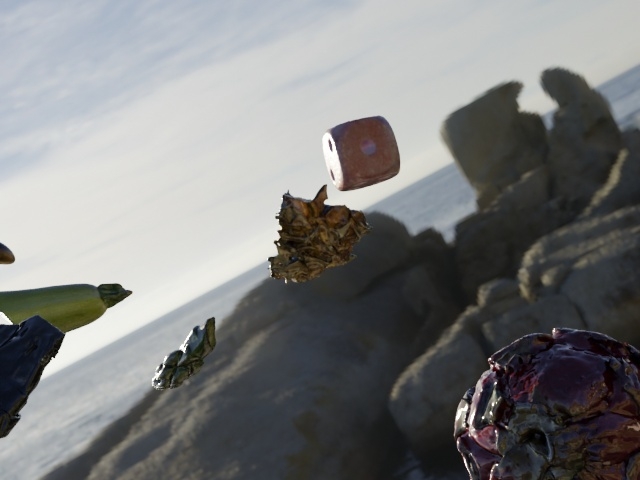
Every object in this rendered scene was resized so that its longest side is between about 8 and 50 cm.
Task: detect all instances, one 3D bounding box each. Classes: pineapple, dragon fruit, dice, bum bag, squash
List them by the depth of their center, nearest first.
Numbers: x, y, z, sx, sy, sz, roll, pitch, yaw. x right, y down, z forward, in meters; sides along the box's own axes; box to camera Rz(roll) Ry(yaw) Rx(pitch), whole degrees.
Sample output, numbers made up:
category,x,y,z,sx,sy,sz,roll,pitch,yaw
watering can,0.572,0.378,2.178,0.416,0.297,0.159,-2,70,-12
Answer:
category,x,y,z,sx,sy,sz,roll,pitch,yaw
bum bag,-0.291,0.151,0.876,0.087,0.049,0.197,14,64,27
dragon fruit,0.348,0.278,1.396,0.329,0.329,0.329,-28,1,0
dice,0.059,-0.127,1.488,0.093,0.094,0.091,-14,-5,-12
squash,-0.373,0.102,1.488,0.200,0.075,0.090,-5,-6,-24
pineapple,-0.002,0.005,1.706,0.161,0.158,0.334,16,-7,-1

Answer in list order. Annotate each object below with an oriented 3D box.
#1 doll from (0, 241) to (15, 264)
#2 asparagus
category,x,y,z,sx,sy,sz,roll,pitch,yaw
doll,-0.808,0.068,2.103,0.209,0.318,0.339,-44,13,39
asparagus,-0.292,0.260,2.207,0.287,0.080,0.080,-40,-7,40
